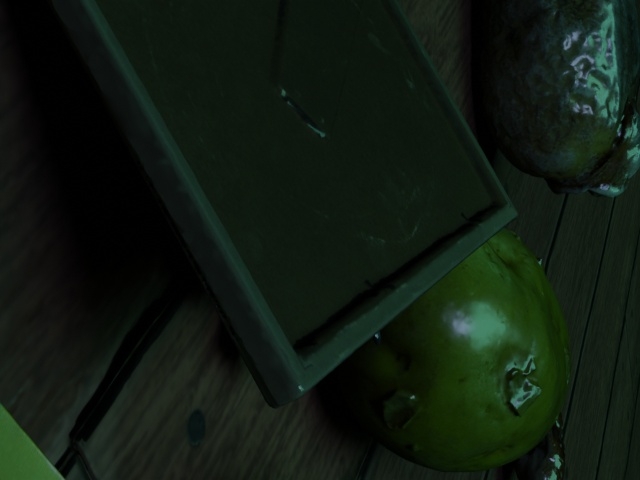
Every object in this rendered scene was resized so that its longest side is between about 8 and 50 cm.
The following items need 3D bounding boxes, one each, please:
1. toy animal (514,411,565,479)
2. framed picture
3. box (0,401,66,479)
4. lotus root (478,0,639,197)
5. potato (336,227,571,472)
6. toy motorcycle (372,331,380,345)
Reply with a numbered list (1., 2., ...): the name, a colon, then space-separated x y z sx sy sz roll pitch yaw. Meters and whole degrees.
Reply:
1. toy animal: 0.249 0.267 1.164 0.243 0.087 0.260 -43 125 -57
2. framed picture: -0.004 -0.081 0.539 0.247 0.022 0.335 60 27 0
3. box: -0.130 0.135 0.365 0.235 0.034 0.132 67 33 -41
4. lotus root: 0.235 -0.214 1.052 0.175 0.175 0.350 -9 94 -66
5. potato: 0.095 0.071 0.743 0.253 0.148 0.186 48 30 -54
6. toy motorcycle: 0.000 0.000 0.608 0.215 0.080 0.122 -51 134 -58
